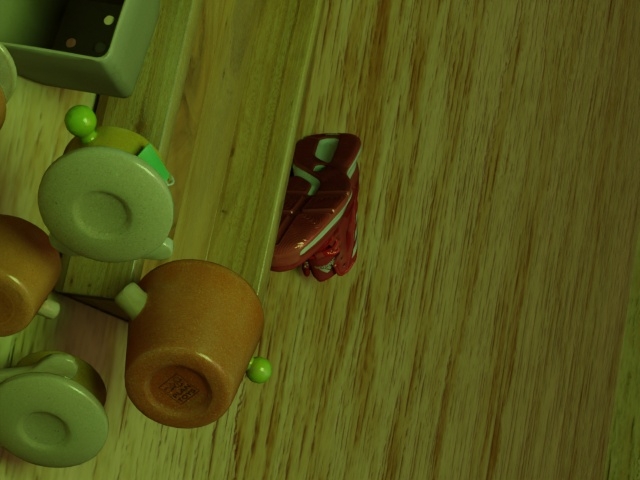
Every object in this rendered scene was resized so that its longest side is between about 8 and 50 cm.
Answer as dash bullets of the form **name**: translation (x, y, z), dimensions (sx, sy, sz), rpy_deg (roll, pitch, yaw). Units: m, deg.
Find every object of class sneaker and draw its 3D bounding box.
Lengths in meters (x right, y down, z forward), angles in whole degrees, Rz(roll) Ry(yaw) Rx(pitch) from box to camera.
- **sneaker**: translation (0.000, 0.000, 1.454), dimensions (0.221, 0.087, 0.128), rpy_deg (-57, 144, -55)

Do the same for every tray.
- **tray**: translation (-0.089, -0.131, 1.287), dimensions (0.203, 0.076, 0.411), rpy_deg (32, 66, -60)

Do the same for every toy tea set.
- **toy tea set**: translation (-0.161, -0.003, 1.068), dimensions (0.124, 0.200, 0.336), rpy_deg (-80, 158, -53)

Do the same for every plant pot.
- **plant pot**: translation (-0.168, -0.156, 1.102), dimensions (0.096, 0.109, 0.109), rpy_deg (66, 37, -66)
